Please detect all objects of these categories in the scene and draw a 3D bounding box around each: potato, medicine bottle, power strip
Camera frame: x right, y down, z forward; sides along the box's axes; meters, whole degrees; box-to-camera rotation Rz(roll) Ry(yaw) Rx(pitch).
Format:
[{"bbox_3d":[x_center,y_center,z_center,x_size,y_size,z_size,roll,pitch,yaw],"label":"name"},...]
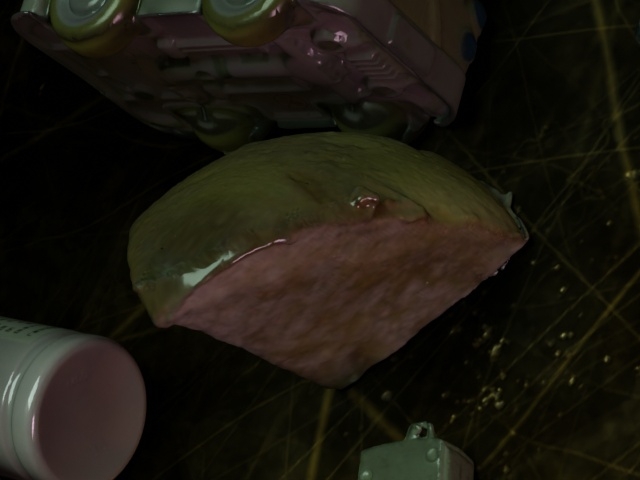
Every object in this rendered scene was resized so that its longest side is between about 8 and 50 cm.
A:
[{"bbox_3d":[-0.018,-0.032,1.392,0.211,0.264,0.189,-42,56,18],"label":"potato"},{"bbox_3d":[-0.275,0.128,1.578,0.250,0.133,0.133,6,69,39],"label":"medicine bottle"},{"bbox_3d":[0.059,0.260,1.296,0.078,0.052,0.272,-13,58,32],"label":"power strip"}]

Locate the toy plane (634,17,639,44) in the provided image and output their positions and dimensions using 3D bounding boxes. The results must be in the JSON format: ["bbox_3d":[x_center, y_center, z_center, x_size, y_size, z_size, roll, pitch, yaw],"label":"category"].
[{"bbox_3d":[0.280,-0.177,1.319,0.092,0.229,0.244,20,45,12],"label":"toy plane"}]

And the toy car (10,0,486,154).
[{"bbox_3d":[-0.047,-0.213,1.528,0.336,0.242,0.226,2,69,38],"label":"toy car"}]
